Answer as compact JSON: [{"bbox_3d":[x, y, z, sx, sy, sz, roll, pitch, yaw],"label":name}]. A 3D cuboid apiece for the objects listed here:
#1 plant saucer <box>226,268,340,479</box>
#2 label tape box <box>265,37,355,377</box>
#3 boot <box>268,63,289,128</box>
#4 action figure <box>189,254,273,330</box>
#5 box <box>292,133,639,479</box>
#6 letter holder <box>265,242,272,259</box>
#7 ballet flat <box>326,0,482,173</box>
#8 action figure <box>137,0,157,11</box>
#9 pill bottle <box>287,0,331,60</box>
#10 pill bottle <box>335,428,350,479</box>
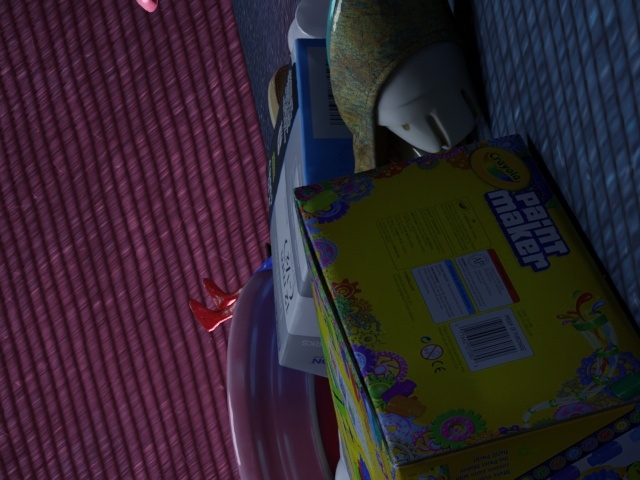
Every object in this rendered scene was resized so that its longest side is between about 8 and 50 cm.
[{"bbox_3d":[-0.008,0.192,1.971,0.332,0.084,0.332,-9,-90,-73],"label":"plant saucer"},{"bbox_3d":[0.006,-0.004,1.797,0.347,0.115,0.249,109,160,-55],"label":"label tape box"},{"bbox_3d":[-0.003,-0.156,2.141,0.203,0.095,0.262,83,169,-59],"label":"boot"},{"bbox_3d":[-0.047,-0.006,2.082,0.139,0.280,0.091,58,-155,-18],"label":"action figure"},{"bbox_3d":[0.111,0.132,1.208,0.290,0.177,0.279,-111,9,-51],"label":"box"},{"bbox_3d":[0.028,0.128,2.299,0.214,0.152,0.302,-115,12,-74],"label":"letter holder"},{"bbox_3d":[0.080,-0.092,1.419,0.348,0.123,0.123,84,170,-55],"label":"ballet flat"},{"bbox_3d":[-0.215,-0.546,2.580,0.370,0.276,0.248,62,180,3],"label":"action figure"},{"bbox_3d":[0.007,-0.209,1.948,0.152,0.086,0.086,84,170,-62],"label":"pill bottle"},{"bbox_3d":[0.101,0.290,1.858,0.160,0.160,0.283,-110,7,-49],"label":"pill bottle"}]
